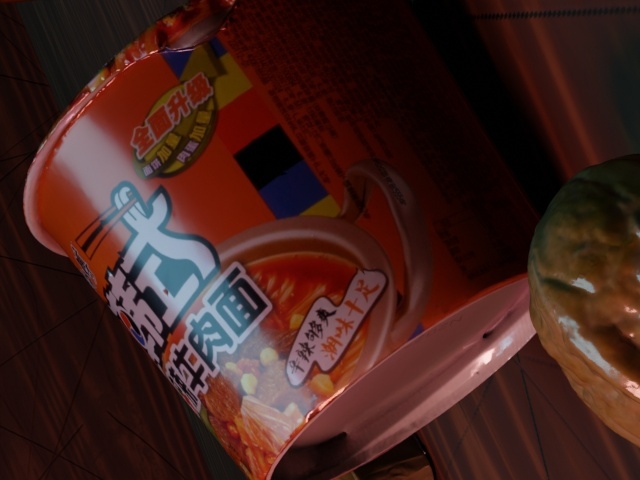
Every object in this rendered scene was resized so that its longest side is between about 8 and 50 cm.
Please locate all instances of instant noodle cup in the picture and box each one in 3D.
[{"bbox_3d":[0.000,0.000,0.691,0.192,0.250,0.250,54,162,20],"label":"instant noodle cup"}]

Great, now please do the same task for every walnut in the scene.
[{"bbox_3d":[0.131,0.026,0.490,0.124,0.105,0.105,55,161,29],"label":"walnut"}]

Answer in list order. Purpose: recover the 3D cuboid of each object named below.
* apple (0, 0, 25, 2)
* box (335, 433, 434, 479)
[{"bbox_3d":[-0.226,-0.339,0.920,0.348,0.276,0.349,159,90,-77],"label":"apple"},{"bbox_3d":[0.027,0.191,1.118,0.177,0.111,0.111,-129,22,-51],"label":"box"}]
